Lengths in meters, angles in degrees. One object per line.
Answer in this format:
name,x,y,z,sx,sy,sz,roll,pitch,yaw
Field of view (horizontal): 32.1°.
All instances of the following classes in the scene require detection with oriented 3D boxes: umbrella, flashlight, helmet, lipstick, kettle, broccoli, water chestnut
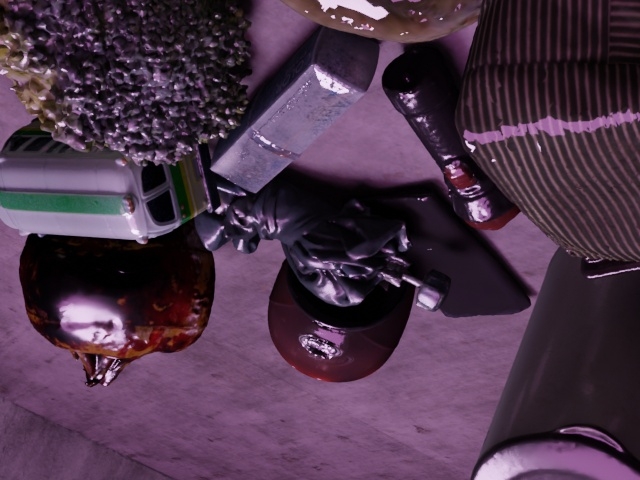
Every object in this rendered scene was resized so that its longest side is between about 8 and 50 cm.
umbrella,0.000,-0.001,1.408,0.348,0.094,0.143,27,134,9
flashlight,0.143,-0.106,1.187,0.093,0.093,0.232,-2,145,35
helmet,0.024,0.098,1.528,0.189,0.193,0.216,21,-166,7
lipstick,-0.034,-0.144,1.239,0.076,0.078,0.289,28,151,-15
kettle,0.317,0.218,1.239,0.250,0.377,0.361,17,130,17
broccoli,-0.287,-0.235,1.133,0.397,0.275,0.353,31,145,13
water chestnut,-0.291,0.059,1.574,0.289,0.289,0.244,20,143,-1

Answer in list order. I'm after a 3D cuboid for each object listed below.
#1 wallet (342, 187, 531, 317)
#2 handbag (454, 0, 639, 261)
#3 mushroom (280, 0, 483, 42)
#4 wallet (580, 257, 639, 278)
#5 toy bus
wallet,0.158,0.020,1.468,0.146,0.030,0.285,-7,143,39
handbag,0.282,-0.122,0.890,0.240,0.247,0.340,3,160,34
mushroom,0.017,-0.278,0.908,0.344,0.130,0.247,37,152,-31
wallet,0.392,-0.012,1.114,0.229,0.049,0.182,-12,175,-40
toy bus,-0.281,-0.079,1.381,0.276,0.164,0.134,2,115,31
